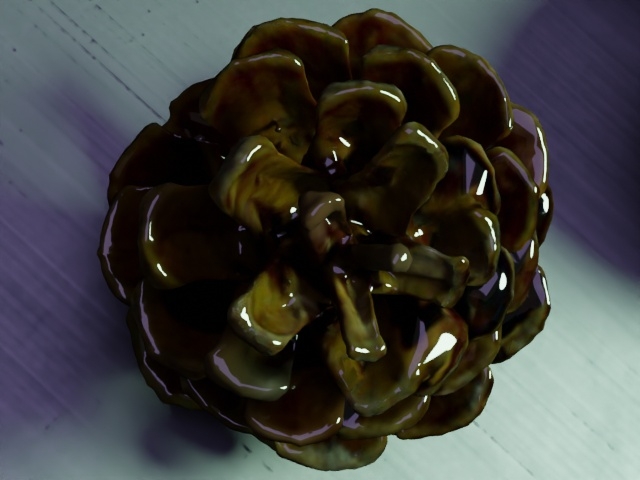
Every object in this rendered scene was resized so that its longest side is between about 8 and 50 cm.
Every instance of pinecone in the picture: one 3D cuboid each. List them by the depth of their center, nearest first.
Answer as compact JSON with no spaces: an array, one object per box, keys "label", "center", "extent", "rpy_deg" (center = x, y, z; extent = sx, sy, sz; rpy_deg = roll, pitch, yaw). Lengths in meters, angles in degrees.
[{"label":"pinecone","center":[0.000,0.000,0.971],"extent":[0.244,0.309,0.244],"rpy_deg":[0,89,8]}]
